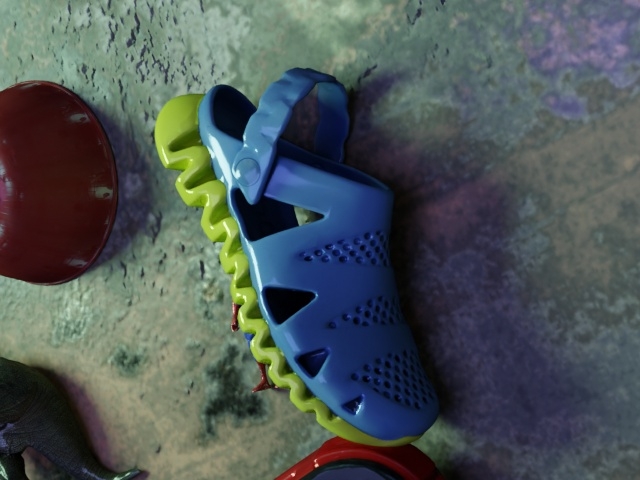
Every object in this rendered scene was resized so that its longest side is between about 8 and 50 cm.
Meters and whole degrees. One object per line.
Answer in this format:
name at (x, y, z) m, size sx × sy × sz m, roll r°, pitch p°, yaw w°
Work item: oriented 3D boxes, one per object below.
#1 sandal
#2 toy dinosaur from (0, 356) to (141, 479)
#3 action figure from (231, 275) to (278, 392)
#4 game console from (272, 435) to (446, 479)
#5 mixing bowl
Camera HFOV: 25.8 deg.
sandal at (0.000, 0.000, 1.017) m, size 0.138 × 0.126 × 0.317 m, roll -35°, pitch 78°, yaw 26°
toy dinosaur at (-0.311, 0.157, 1.225) m, size 0.313 × 0.121 × 0.160 m, roll -1°, pitch 62°, yaw 19°
action figure at (-0.052, 0.061, 1.109) m, size 0.038 × 0.030 × 0.115 m, roll -16°, pitch 85°, yaw 38°
game console at (-0.005, 0.366, 1.046) m, size 0.386 × 0.060 × 0.342 m, roll -37°, pitch 85°, yaw 17°
mixing bowl at (-0.273, -0.046, 1.194) m, size 0.181 × 0.098 × 0.181 m, roll 4°, pitch 97°, yaw 31°
